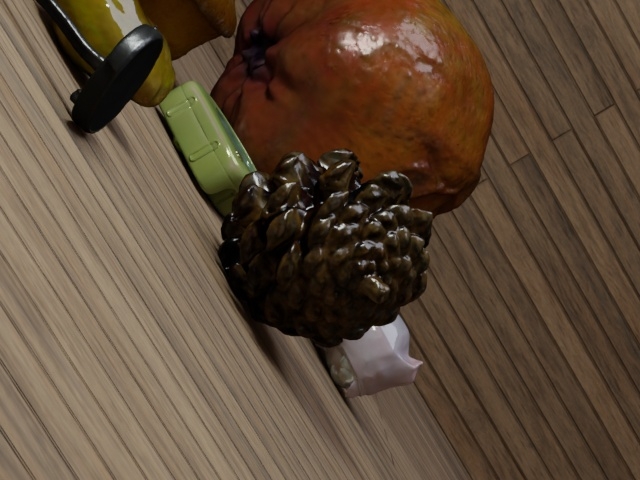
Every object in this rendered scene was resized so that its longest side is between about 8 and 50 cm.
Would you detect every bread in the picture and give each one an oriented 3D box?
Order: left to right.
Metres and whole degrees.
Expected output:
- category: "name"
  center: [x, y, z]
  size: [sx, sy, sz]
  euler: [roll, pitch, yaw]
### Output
- category: "bread"
  center: [-0.243, -0.396, 2.199]
  size: [0.312, 0.172, 0.312]
  euler: [55, 6, -8]

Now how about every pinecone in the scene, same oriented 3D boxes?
- category: "pinecone"
  center: [-0.007, 0.007, 1.772]
  size: [0.257, 0.243, 0.243]
  euler: [6, -37, 37]

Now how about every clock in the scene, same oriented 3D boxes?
- category: "clock"
  center: [-0.132, -0.101, 2.074]
  size: [0.170, 0.069, 0.232]
  euler: [61, 2, 28]

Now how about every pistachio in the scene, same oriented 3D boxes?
- category: "pistachio"
  center: [-0.223, -0.217, 1.560]
  size: [0.189, 0.100, 0.110]
  euler: [68, 25, -7]

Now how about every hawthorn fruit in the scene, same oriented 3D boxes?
- category: "hawthorn fruit"
  center: [0.059, -0.201, 2.411]
  size: [0.472, 0.471, 0.472]
  euler: [59, 3, -6]

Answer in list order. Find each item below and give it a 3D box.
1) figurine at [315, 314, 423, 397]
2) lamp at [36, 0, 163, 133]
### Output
- category: "figurine"
  center: [0.039, 0.105, 2.255]
  size: [0.276, 0.133, 0.200]
  euler: [62, -13, 15]
- category: "lamp"
  center: [-0.262, -0.280, 1.377]
  size: [0.371, 0.108, 0.130]
  euler: [59, 0, 3]
